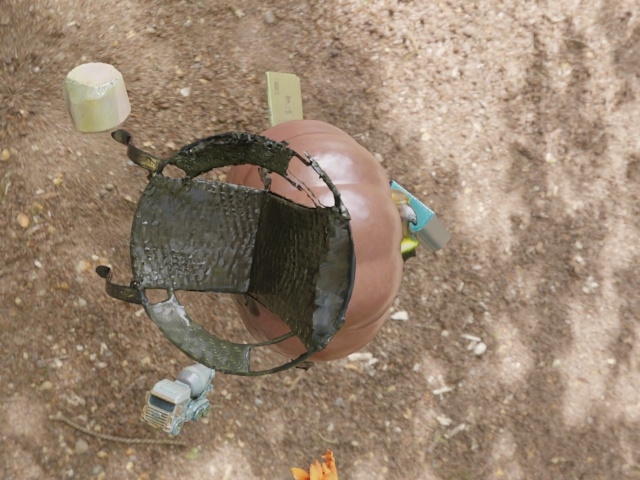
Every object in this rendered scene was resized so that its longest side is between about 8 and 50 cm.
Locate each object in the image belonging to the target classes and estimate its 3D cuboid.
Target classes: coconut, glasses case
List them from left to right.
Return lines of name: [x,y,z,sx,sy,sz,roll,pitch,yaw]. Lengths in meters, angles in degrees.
coconut: [-0.524,-0.325,1.542,0.147,0.147,0.153,-18,140,-21]
glasses case: [0.206,-0.042,1.425,0.070,0.117,0.301,-51,160,6]

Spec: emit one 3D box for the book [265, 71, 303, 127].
book: [-0.070,-0.256,1.389,0.013,0.168,0.193,-2,100,20]

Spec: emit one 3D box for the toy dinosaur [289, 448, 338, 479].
toy dinosaur: [0.002,0.337,0.818,0.070,0.288,0.117,-39,113,14]

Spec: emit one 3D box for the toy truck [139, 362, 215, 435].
toy truck: [-0.360,0.400,1.718,0.108,0.256,0.140,19,96,14]

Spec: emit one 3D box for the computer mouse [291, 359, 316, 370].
computer mouse: [-0.049,0.139,1.223,0.073,0.217,0.122,-22,132,0]

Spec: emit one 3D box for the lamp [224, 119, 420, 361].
lamp: [0.000,0.000,0.826,0.239,0.305,0.306,-7,104,-18]

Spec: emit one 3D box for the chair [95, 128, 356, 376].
chair: [-0.075,0.002,0.504,0.149,0.213,0.174,6,101,-29]
